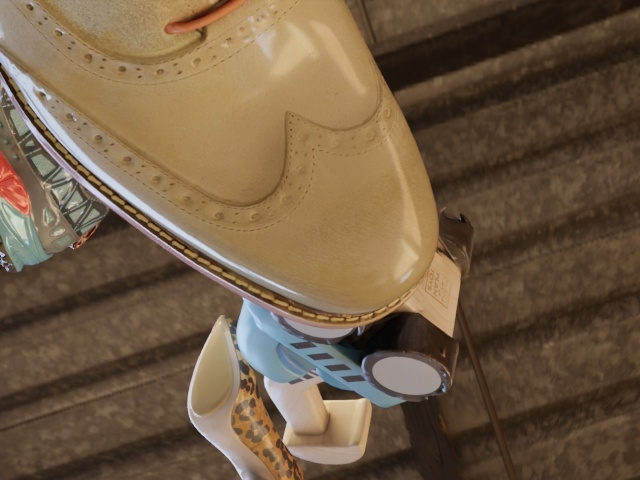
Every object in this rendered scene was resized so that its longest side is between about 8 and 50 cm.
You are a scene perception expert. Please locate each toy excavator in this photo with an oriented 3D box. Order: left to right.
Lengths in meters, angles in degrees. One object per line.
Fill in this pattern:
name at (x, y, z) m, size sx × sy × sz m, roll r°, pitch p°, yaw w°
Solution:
toy excavator at (0.007, 0.127, 1.280) m, size 0.445 × 0.433 × 0.222 m, roll -25°, pitch -141°, yaw 41°

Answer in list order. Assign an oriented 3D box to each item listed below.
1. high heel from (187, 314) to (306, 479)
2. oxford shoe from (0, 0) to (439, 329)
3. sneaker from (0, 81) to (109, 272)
high heel at (-0.088, 0.239, 1.345) m, size 0.093 × 0.186 × 0.261 m, roll -13°, pitch -108°, yaw 34°
oxford shoe at (-0.075, -0.115, 0.374) m, size 0.140 × 0.146 × 0.397 m, roll -45°, pitch -75°, yaw -13°
sneaker at (-0.239, -0.111, 0.787) m, size 0.125 × 0.262 × 0.104 m, roll -23°, pitch -148°, yaw -27°
